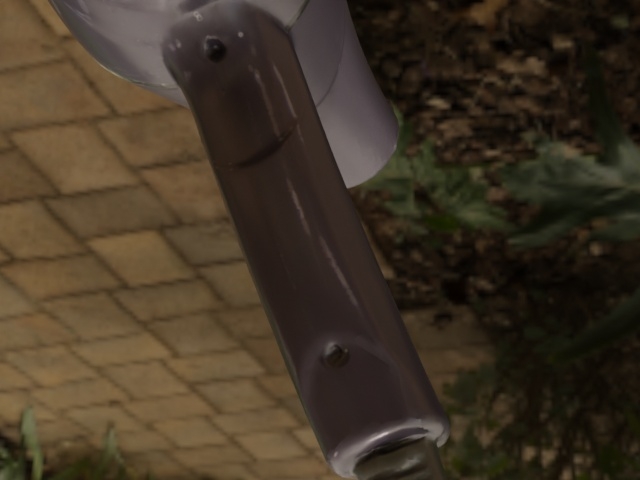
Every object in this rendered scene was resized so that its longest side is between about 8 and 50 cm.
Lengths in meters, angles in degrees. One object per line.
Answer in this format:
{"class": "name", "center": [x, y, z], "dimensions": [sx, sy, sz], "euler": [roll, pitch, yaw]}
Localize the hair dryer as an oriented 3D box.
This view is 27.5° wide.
{"class": "hair dryer", "center": [0.000, 0.000, 0.548], "dimensions": [0.121, 0.361, 0.301], "euler": [-25, 154, 12]}
